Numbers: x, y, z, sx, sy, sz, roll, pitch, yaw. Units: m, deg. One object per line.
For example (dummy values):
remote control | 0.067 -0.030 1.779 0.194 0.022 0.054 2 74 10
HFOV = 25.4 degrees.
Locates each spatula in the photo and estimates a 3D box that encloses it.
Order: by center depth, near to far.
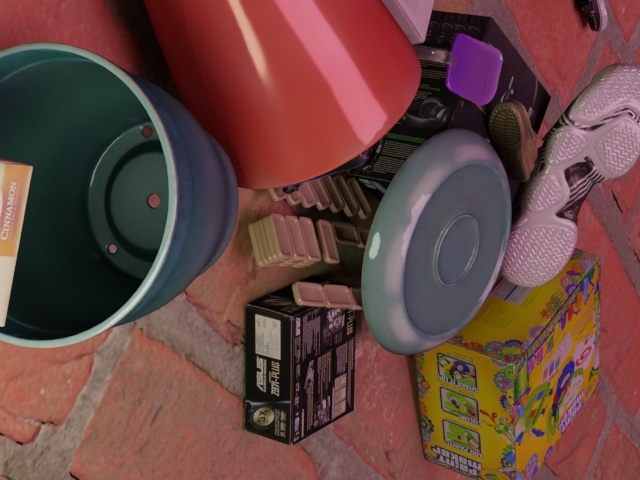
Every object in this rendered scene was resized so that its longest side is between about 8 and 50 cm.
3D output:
spatula | 0.112 -0.250 1.833 0.296 0.030 0.084 15 81 -22

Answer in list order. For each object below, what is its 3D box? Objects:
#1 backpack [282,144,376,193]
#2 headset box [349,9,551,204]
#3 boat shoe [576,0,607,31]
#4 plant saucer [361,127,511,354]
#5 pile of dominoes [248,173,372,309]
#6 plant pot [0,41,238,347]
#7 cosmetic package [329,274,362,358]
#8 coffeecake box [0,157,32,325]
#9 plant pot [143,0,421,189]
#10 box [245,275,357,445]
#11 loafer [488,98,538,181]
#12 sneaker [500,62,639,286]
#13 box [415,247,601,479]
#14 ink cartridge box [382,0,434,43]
backpack | 0.005 -0.161 1.725 0.117 0.158 0.173 49 46 -30
headset box | 0.194 -0.161 2.011 0.246 0.131 0.283 37 71 -53
boat shoe | 0.448 -0.406 2.379 0.040 0.049 0.142 -27 133 -8
plant saucer | 0.169 0.008 1.892 0.318 0.044 0.317 -28 127 -44
pile of dominoes | 0.000 0.000 1.827 0.251 0.040 0.196 9 63 -55
plant pot | -0.207 -0.039 1.375 0.255 0.272 0.271 1 100 -70
cosmetic package | 0.024 0.112 1.942 0.060 0.041 0.115 -26 122 -49
coffeecake box | -0.347 -0.015 1.227 0.068 0.186 0.142 6 97 -56
plant pot | -0.056 -0.231 1.528 0.275 0.275 0.243 -53 130 -31
box | -0.025 0.154 1.851 0.147 0.078 0.180 -23 119 -51
loafer | 0.270 -0.145 1.963 0.050 0.056 0.148 -56 150 -30
sneaker | 0.356 -0.122 2.155 0.137 0.210 0.365 23 106 -18
box | 0.302 0.188 2.234 0.290 0.177 0.279 -43 139 -39
ink cartridge box | 0.082 -0.434 1.750 0.261 0.066 0.296 51 45 -46
